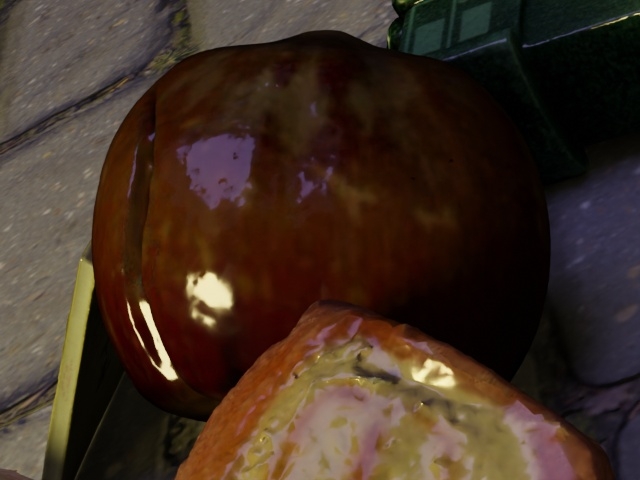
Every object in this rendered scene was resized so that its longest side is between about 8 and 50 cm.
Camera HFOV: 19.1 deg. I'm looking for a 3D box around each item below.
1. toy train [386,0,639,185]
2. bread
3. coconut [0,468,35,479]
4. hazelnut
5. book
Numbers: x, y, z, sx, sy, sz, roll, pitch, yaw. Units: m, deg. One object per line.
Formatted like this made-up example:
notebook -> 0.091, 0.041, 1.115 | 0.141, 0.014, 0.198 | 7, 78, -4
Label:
toy train -> 0.183, -0.135, 1.116 | 0.330, 0.138, 0.178 | -16, 38, 27
bread -> 0.011, 0.146, 0.758 | 0.190, 0.123, 0.244 | 22, 68, 26
coconut -> -0.166, 0.193, 0.861 | 0.194, 0.194, 0.194 | -26, 25, 13
hazelnut -> 0.000, 0.000, 0.978 | 0.234, 0.218, 0.218 | 4, 32, 5
book -> -0.123, 0.041, 1.117 | 0.013, 0.192, 0.168 | 17, 36, 3
